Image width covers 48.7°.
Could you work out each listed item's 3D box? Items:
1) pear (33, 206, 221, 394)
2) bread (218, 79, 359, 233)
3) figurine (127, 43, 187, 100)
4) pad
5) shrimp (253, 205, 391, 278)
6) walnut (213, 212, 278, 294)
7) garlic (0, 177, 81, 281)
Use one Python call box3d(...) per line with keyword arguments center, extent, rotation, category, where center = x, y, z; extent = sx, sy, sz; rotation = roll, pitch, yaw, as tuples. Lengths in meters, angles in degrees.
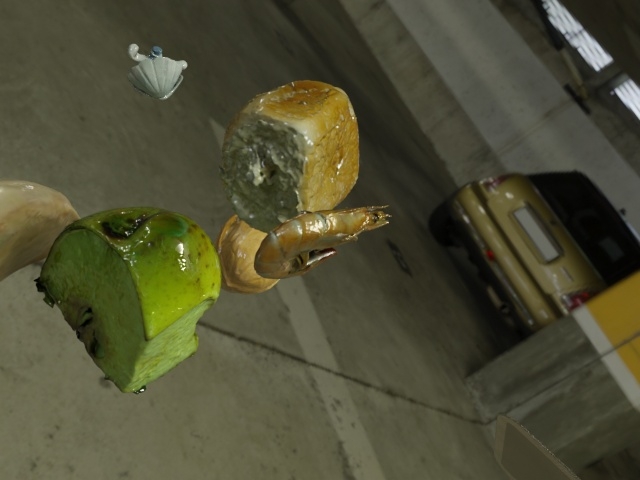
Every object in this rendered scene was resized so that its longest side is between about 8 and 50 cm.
box3d(center=(-0.251, 0.038, 0.963), extent=(0.238, 0.255, 0.164), rotation=(46, 43, 18), category="pear")
box3d(center=(-0.057, -0.128, 1.070), extent=(0.246, 0.176, 0.195), rotation=(-46, 141, -55), category="bread")
box3d(center=(-0.256, -0.267, 1.112), extent=(0.086, 0.095, 0.082), rotation=(88, -15, -50), category="figurine")
box3d(center=(0.250, 0.263, 0.607), extent=(0.266, 0.002, 0.176), rotation=(43, -16, 31), category="pad")
box3d(center=(0.004, 0.006, 0.725), extent=(0.163, 0.095, 0.045), rotation=(-14, 43, -33), category="shrimp")
box3d(center=(-0.148, 0.019, 1.572), extent=(0.193, 0.193, 0.225), rotation=(50, 57, -13), category="walnut")
box3d(center=(-0.465, -0.003, 0.998), extent=(0.151, 0.196, 0.338), rotation=(21, 43, 20), category="garlic")
